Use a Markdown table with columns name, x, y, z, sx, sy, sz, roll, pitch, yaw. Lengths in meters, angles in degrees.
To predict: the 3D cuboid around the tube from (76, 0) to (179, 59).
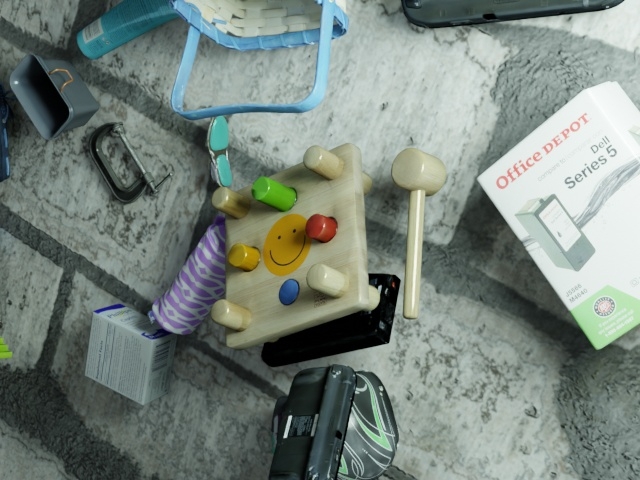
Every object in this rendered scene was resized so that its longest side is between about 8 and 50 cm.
| name | x | y | z | sx | sy | sz | roll | pitch | yaw |
| --- | --- | --- | --- | --- | --- | --- | --- | --- | --- |
| tube | -0.300 | -0.356 | 1.912 | 0.207 | 0.052 | 0.080 | -23 | 94 | 29 |

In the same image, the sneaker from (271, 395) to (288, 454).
| name | x | y | z | sx | sy | sz | roll | pitch | yaw |
| --- | --- | --- | --- | --- | --- | --- | --- | --- | --- |
| sneaker | -0.018 | 0.349 | 1.883 | 0.098 | 0.083 | 0.224 | -3 | 104 | 13 |

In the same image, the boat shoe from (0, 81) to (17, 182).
| name | x | y | z | sx | sy | sz | roll | pitch | yaw |
| --- | --- | --- | --- | --- | --- | --- | --- | --- | --- |
| boat shoe | -0.587 | -0.223 | 2.107 | 0.109 | 0.089 | 0.258 | 33 | 122 | 38 |

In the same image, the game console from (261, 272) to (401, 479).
| name | x | y | z | sx | sy | sz | roll | pitch | yaw |
| --- | --- | --- | --- | --- | --- | --- | --- | --- | --- |
| game console | -0.007 | 0.199 | 1.705 | 0.213 | 0.361 | 0.044 | -15 | 135 | 35 |

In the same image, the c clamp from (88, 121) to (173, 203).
| name | x | y | z | sx | sy | sz | roll | pitch | yaw |
| --- | --- | --- | --- | --- | --- | --- | --- | --- | --- |
| c clamp | -0.320 | -0.134 | 1.992 | 0.161 | 0.022 | 0.137 | 54 | 128 | 10 |

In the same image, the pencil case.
| name | x | y | z | sx | sy | sz | roll | pitch | yaw |
| --- | --- | --- | --- | --- | --- | --- | --- | --- | --- |
| pencil case | -0.192 | 0.062 | 1.916 | 0.206 | 0.086 | 0.088 | -49 | 46 | 30 |

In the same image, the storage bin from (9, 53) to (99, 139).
| name | x | y | z | sx | sy | sz | roll | pitch | yaw |
| --- | --- | --- | --- | --- | --- | --- | --- | --- | --- |
| storage bin | -0.434 | -0.247 | 1.994 | 0.098 | 0.091 | 0.135 | -41 | 79 | 33 |

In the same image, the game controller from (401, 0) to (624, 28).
| name | x | y | z | sx | sy | sz | roll | pitch | yaw |
| --- | --- | --- | --- | --- | --- | --- | --- | --- | --- |
| game controller | 0.246 | -0.369 | 1.545 | 0.319 | 0.067 | 0.166 | 0 | 85 | 29 |

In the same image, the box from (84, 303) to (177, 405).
| name | x | y | z | sx | sy | sz | roll | pitch | yaw |
| --- | --- | --- | --- | --- | --- | --- | --- | --- | --- |
| box | -0.322 | 0.191 | 2.033 | 0.137 | 0.072 | 0.126 | 22 | 112 | 27 |

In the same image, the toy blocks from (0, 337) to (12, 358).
| name | x | y | z | sx | sy | sz | roll | pitch | yaw |
| --- | --- | --- | --- | --- | --- | --- | --- | --- | --- |
| toy blocks | -0.741 | 0.077 | 2.238 | 0.381 | 0.191 | 0.261 | 2 | 90 | 32 |

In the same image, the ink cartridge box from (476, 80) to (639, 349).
| name | x | y | z | sx | sy | sz | roll | pitch | yaw |
| --- | --- | --- | --- | --- | --- | --- | --- | --- | --- |
| ink cartridge box | 0.360 | -0.034 | 1.511 | 0.198 | 0.115 | 0.273 | -41 | 78 | 33 |

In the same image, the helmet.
| name | x | y | z | sx | sy | sz | roll | pitch | yaw |
| --- | --- | --- | --- | --- | --- | --- | --- | --- | --- |
| helmet | 0.034 | 0.286 | 1.779 | 0.169 | 0.169 | 0.161 | -26 | 69 | 34 |

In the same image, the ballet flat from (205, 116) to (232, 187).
| name | x | y | z | sx | sy | sz | roll | pitch | yaw |
| --- | --- | --- | --- | --- | --- | --- | --- | --- | --- |
| ballet flat | -0.164 | -0.139 | 1.877 | 0.041 | 0.041 | 0.114 | 0 | 100 | 33 |

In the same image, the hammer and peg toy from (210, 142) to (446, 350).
| name | x | y | z | sx | sy | sz | roll | pitch | yaw |
| --- | --- | --- | --- | --- | --- | --- | --- | --- | --- |
| hammer and peg toy | 0.000 | 0.000 | 1.688 | 0.361 | 0.127 | 0.266 | -20 | 60 | 35 |

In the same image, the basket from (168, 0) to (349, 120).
| name | x | y | z | sx | sy | sz | roll | pitch | yaw |
| --- | --- | --- | --- | --- | --- | --- | --- | --- | --- |
| basket | -0.082 | -0.309 | 1.666 | 0.254 | 0.201 | 0.289 | 2 | 71 | 33 |
